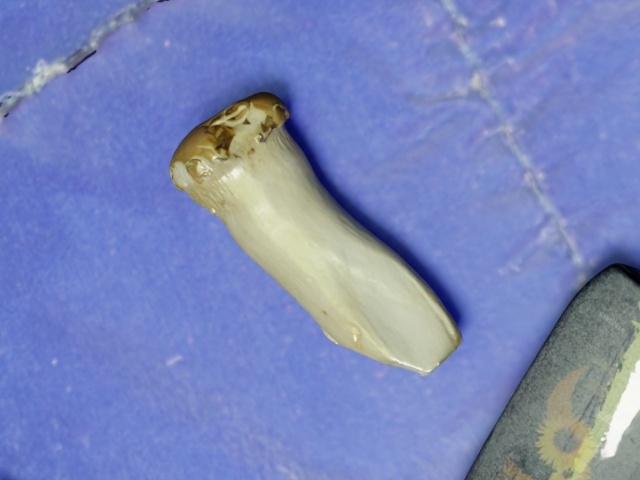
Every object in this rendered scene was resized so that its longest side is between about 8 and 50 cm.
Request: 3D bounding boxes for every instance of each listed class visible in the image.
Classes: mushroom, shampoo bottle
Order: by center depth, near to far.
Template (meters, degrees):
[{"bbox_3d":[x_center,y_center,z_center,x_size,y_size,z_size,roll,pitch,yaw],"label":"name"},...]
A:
[{"bbox_3d":[0.134,0.128,0.655,0.087,0.049,0.234,35,108,22],"label":"shampoo bottle"},{"bbox_3d":[0.000,0.000,0.703,0.084,0.071,0.209,-41,78,-10],"label":"mushroom"}]
